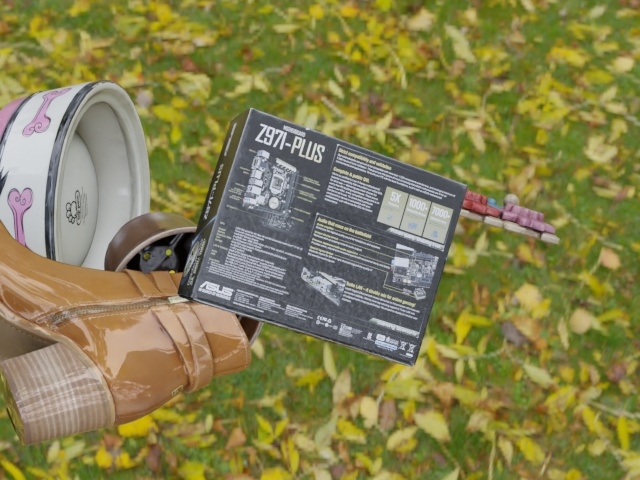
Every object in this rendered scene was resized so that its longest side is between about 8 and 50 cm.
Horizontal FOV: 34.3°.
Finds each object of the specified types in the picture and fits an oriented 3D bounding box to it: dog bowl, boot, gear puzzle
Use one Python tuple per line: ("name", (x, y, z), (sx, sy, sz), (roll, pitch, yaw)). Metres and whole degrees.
("dog bowl", (-0.405, -0.053, 1.642), (0.151, 0.408, 0.408), (4, 48, 9))
("boot", (-0.211, 0.049, 0.972), (0.220, 0.109, 0.283), (-16, 46, -27))
("gear puzzle", (0.123, -0.070, 1.285), (0.339, 0.044, 0.175), (16, 6, -19))

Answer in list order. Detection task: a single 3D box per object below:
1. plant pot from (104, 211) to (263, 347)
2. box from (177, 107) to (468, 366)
("plant pot", (-0.161, 0.047, 1.118), (0.167, 0.166, 0.165), (-17, 20, -16))
("box", (0.000, 0.000, 0.793), (0.180, 0.077, 0.147), (18, 84, -14))
